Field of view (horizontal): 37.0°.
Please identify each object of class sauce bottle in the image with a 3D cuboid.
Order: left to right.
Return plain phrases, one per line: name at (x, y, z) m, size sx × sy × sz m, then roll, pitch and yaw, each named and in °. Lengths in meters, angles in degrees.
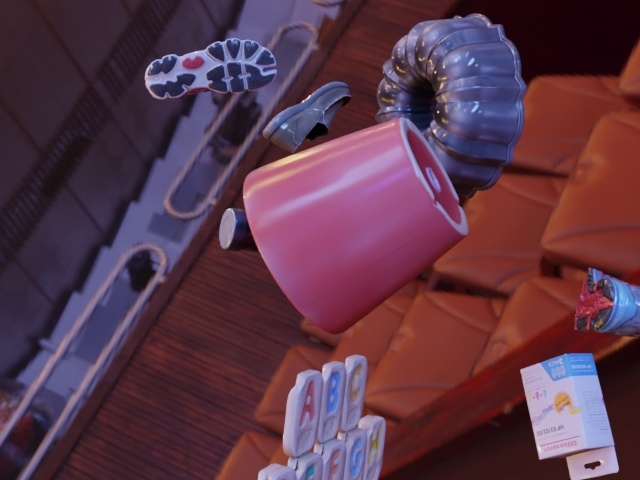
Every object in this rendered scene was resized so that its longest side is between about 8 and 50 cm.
sauce bottle at (0.000, 0.000, 1.619) m, size 0.111 × 0.345 × 0.111 m, roll -32°, pitch 53°, yaw 57°

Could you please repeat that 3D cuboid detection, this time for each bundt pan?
bundt pan at (0.205, -0.237, 1.682) m, size 0.124 × 0.331 × 0.330 m, roll -2°, pitch -61°, yaw -29°

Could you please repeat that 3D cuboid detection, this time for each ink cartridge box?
ink cartridge box at (0.380, 0.273, 1.465) m, size 0.104 × 0.062 × 0.181 m, roll -35°, pitch 59°, yaw 52°

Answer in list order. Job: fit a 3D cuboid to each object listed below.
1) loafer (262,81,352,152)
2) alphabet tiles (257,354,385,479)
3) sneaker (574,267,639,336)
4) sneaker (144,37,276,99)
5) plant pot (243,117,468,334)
loafer at (-0.015, -0.251, 2.000) m, size 0.251 × 0.087 × 0.094 m, roll -37°, pitch -4°, yaw -37°
alphabet tiles at (0.001, 0.247, 0.849) m, size 0.284 × 0.021 × 0.277 m, roll 0°, pitch -84°, yaw -68°
sneaker at (0.475, 0.113, 1.498) m, size 0.262 × 0.125 × 0.104 m, roll -34°, pitch -41°, yaw -82°
sneaker at (-0.139, -0.220, 1.229) m, size 0.071 × 0.170 × 0.068 m, roll -50°, pitch -44°, yaw -79°
plant pot at (0.063, -0.036, 1.387) m, size 0.243 × 0.274 × 0.275 m, roll -29°, pitch -9°, yaw 17°
